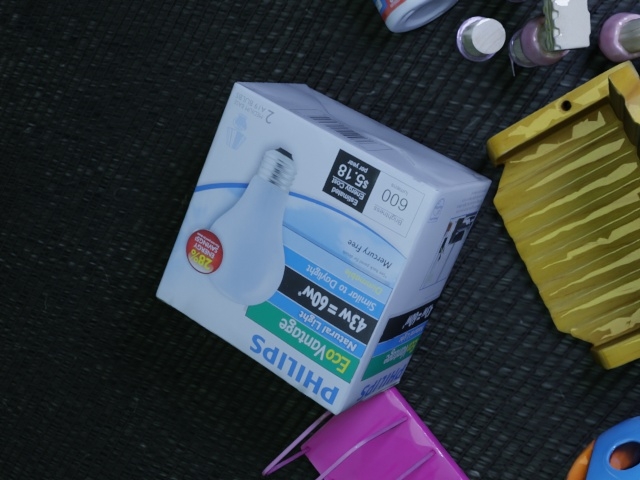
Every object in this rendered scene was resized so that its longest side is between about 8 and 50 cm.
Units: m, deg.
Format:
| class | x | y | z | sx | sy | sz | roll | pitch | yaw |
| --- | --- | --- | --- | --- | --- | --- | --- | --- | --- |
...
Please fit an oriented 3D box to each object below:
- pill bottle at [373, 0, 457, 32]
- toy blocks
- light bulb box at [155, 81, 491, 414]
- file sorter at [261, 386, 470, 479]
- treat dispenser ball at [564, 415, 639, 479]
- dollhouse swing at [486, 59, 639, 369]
| class | x | y | z | sx | sy | sz | roll | pitch | yaw |
| --- | --- | --- | --- | --- | --- | --- | --- | --- | --- |
| pill bottle | 0.103 | -0.421 | 1.526 | 0.124 | 0.124 | 0.221 | -32 | 81 | 29 |
| toy blocks | 0.260 | -0.362 | 1.376 | 0.309 | 0.260 | 0.288 | -6 | 97 | -7 |
| light bulb box | 0.000 | 0.000 | 1.585 | 0.358 | 0.225 | 0.361 | 30 | 109 | 23 |
| file sorter | 0.082 | 0.392 | 1.617 | 0.202 | 0.182 | 0.290 | -46 | 74 | 26 |
| treat dispenser ball | 0.444 | 0.363 | 1.346 | 0.288 | 0.288 | 0.288 | 4 | 99 | 29 |
| dollhouse swing | 0.351 | -0.016 | 1.340 | 0.315 | 0.305 | 0.347 | -29 | 83 | 29 |
